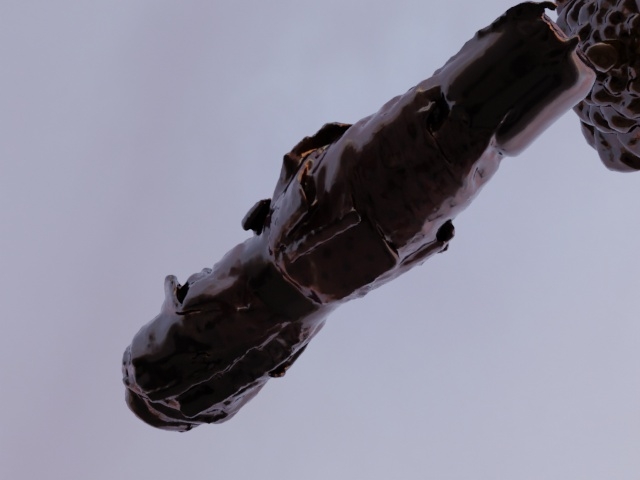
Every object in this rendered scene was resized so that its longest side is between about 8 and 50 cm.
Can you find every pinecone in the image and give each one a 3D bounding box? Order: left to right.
[{"bbox_3d":[0.325,-0.179,0.640,0.309,0.244,0.244,-26,-91,-19],"label":"pinecone"}]

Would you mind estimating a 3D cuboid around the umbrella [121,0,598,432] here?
[{"bbox_3d":[0.000,0.000,0.403,0.326,0.090,0.094,-43,-97,26],"label":"umbrella"}]
